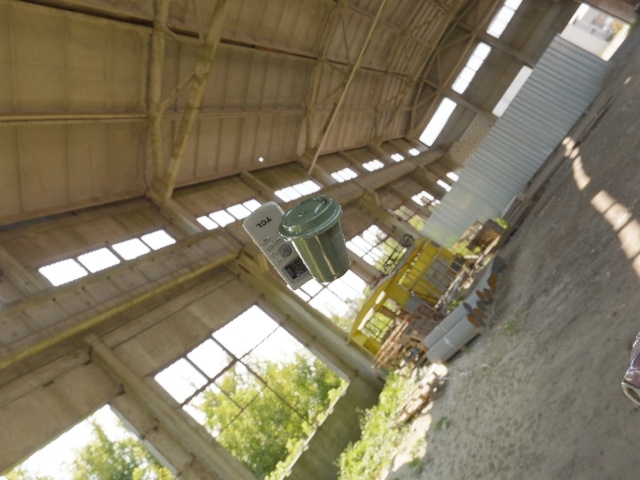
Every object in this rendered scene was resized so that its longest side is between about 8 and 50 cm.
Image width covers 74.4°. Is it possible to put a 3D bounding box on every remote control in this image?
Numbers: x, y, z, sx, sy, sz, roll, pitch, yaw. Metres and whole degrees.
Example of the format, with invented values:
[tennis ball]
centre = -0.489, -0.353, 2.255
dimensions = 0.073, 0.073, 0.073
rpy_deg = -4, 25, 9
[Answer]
[remote control]
centre = -0.078, 0.010, 0.882
dimensions = 0.088, 0.190, 0.029
rpy_deg = -34, 10, 8

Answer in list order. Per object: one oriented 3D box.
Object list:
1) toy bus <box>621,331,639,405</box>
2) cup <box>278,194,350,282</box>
[toy bus]
centre = 0.361, 0.071, 0.341
dimensions = 0.142, 0.142, 0.202
rpy_deg = -35, -42, -27
[cup]
centre = 0.000, 0.000, 0.771
dimensions = 0.120, 0.120, 0.141
rpy_deg = -45, -56, -29
